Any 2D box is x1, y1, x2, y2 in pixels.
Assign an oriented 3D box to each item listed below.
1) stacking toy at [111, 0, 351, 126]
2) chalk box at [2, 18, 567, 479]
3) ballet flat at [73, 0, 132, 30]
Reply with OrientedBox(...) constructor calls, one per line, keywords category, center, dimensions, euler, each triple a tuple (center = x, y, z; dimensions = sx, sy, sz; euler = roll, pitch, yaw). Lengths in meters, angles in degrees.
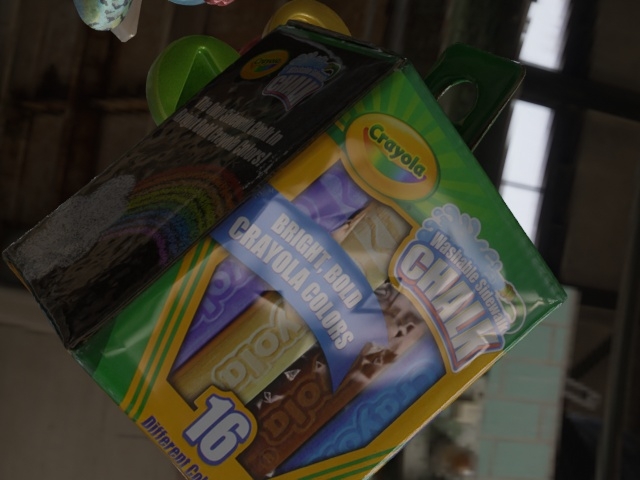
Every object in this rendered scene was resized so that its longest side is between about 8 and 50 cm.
OrientedBox(category="stacking toy", center=(-0.144, -0.238, 1.691), dimensions=(0.309, 0.279, 0.130), euler=(55, -34, -11))
OrientedBox(category="chalk box", center=(0.000, 0.000, 0.843), dimensions=(0.289, 0.179, 0.180), euler=(-40, -154, -8))
OrientedBox(category="ballet flat", center=(-0.147, -0.248, 1.092), dimensions=(0.070, 0.070, 0.188), euler=(16, -73, 54))
